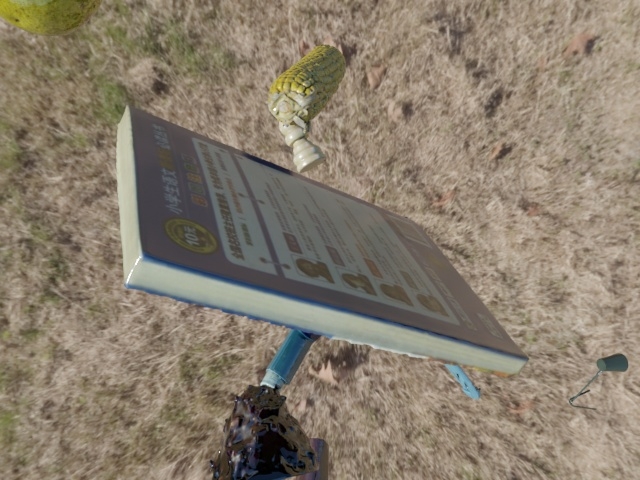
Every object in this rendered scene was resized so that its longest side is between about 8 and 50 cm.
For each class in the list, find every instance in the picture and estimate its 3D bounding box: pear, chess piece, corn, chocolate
[{"bbox_3d":[-0.451,-0.426,0.901,0.197,0.197,0.197,0,83,2],"label":"pear"},{"bbox_3d":[-0.062,-0.292,1.625,0.094,0.094,0.170,-28,83,-1],"label":"chess piece"},{"bbox_3d":[-0.012,-0.299,1.041,0.106,0.293,0.106,11,127,14],"label":"corn"},{"bbox_3d":[-0.088,0.265,0.753,0.156,0.156,0.133,-15,66,0],"label":"chocolate"}]

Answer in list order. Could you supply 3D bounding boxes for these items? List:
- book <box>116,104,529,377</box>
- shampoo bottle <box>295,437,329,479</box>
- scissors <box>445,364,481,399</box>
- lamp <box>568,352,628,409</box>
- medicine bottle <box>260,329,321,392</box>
[{"bbox_3d":[0.000,0.000,0.594,0.428,0.300,0.039,19,115,-30],"label":"book"},{"bbox_3d":[-0.025,0.530,1.133,0.068,0.067,0.236,-27,38,32],"label":"shampoo bottle"},{"bbox_3d":[0.228,0.208,1.167,0.032,0.180,0.393,-48,112,-23],"label":"scissors"},{"bbox_3d":[0.470,0.239,0.942,0.054,0.121,0.041,-2,38,-14],"label":"lamp"},{"bbox_3d":[-0.084,0.337,1.651,0.079,0.124,0.258,43,53,-13],"label":"medicine bottle"}]
